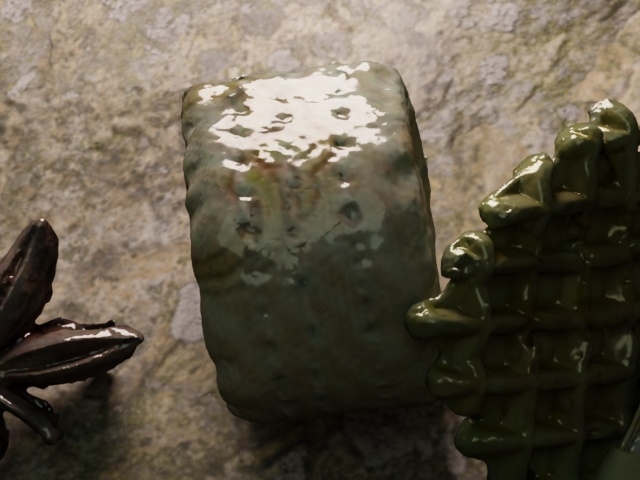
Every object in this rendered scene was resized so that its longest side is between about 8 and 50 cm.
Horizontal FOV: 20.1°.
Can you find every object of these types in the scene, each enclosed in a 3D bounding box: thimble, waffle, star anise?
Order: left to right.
[{"bbox_3d":[-0.284,0.096,1.587,0.257,0.110,0.198,-27,83,14],"label":"star anise"},{"bbox_3d":[0.000,0.000,1.476,0.195,0.291,0.291,-7,60,2],"label":"thimble"},{"bbox_3d":[0.215,0.062,1.417,0.309,0.292,0.056,-48,28,-21],"label":"waffle"}]

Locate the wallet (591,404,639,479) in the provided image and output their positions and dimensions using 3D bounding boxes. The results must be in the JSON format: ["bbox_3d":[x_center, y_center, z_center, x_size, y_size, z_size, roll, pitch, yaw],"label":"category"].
[{"bbox_3d":[0.292,0.250,1.368,0.223,0.077,0.309,31,68,0],"label":"wallet"}]
